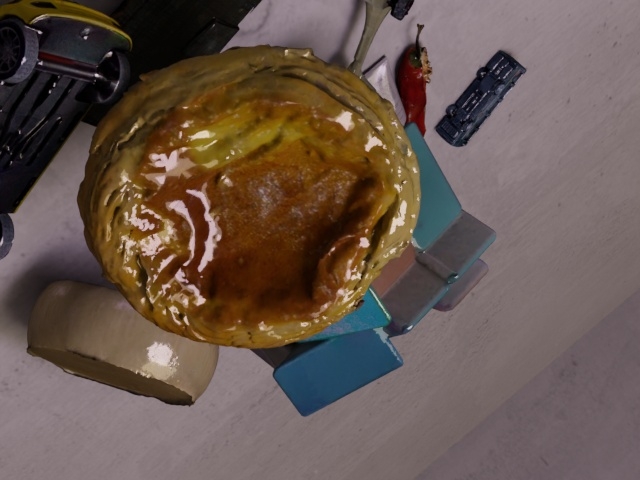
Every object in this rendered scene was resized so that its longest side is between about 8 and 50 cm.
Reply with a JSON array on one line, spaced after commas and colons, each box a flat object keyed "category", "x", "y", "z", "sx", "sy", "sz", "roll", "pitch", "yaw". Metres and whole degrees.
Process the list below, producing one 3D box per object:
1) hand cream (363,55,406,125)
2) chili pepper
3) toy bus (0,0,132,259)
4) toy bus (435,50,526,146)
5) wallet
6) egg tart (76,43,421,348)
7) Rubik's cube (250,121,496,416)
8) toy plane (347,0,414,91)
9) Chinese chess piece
[{"category": "hand cream", "x": 0.085, "y": -0.197, "z": 1.754, "sx": 0.084, "sy": 0.053, "sz": 0.142, "roll": -40, "pitch": 138, "yaw": -4}, {"category": "chili pepper", "x": 0.138, "y": -0.221, "z": 1.779, "sx": 0.050, "sy": 0.059, "sz": 0.268, "roll": -2, "pitch": 151, "yaw": 2}, {"category": "toy bus", "x": -0.338, "y": -0.117, "z": 1.198, "sx": 0.331, "sy": 0.151, "sz": 0.145, "roll": -50, "pitch": 152, "yaw": 20}, {"category": "toy bus", "x": 0.255, "y": -0.222, "z": 1.926, "sx": 0.166, "sy": 0.047, "sz": 0.065, "roll": -51, "pitch": 155, "yaw": 19}, {"category": "wallet", "x": -0.157, "y": -0.245, "z": 1.357, "sx": 0.317, "sy": 0.044, "sz": 0.169, "roll": -47, "pitch": 154, "yaw": 13}, {"category": "egg tart", "x": -0.073, "y": -0.053, "z": 1.260, "sx": 0.352, "sy": 0.150, "sz": 0.352, "roll": -1, "pitch": 116, "yaw": -3}, {"category": "Rubik's cube", "x": 0.000, "y": 0.000, "z": 1.558, "sx": 0.358, "sy": 0.368, "sz": 0.387, "roll": -46, "pitch": 155, "yaw": -19}, {"category": "toy plane", "x": 0.076, "y": -0.301, "z": 1.547, "sx": 0.108, "sy": 0.092, "sz": 0.286, "roll": -49, "pitch": 165, "yaw": -49}, {"category": "Chinese chess piece", "x": -0.257, "y": 0.135, "z": 1.584, "sx": 0.250, "sy": 0.250, "sz": 0.103, "roll": 47, "pitch": 56, "yaw": -63}]
